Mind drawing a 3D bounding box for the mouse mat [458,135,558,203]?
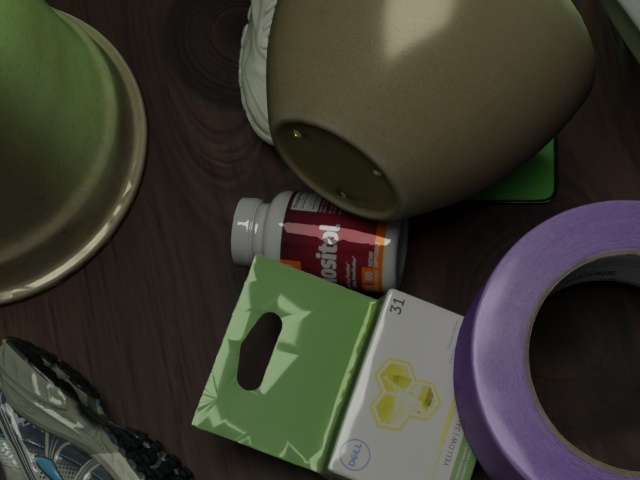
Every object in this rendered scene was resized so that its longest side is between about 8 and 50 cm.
[{"bbox_3d":[0.130,-0.104,1.434,0.190,0.007,0.152,0,69,7],"label":"mouse mat"}]

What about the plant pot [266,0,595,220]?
[{"bbox_3d":[0.062,-0.129,1.285,0.284,0.284,0.191,28,68,18],"label":"plant pot"}]

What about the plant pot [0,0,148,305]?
[{"bbox_3d":[-0.354,-0.143,1.358,0.334,0.305,0.333,-3,68,8],"label":"plant pot"}]

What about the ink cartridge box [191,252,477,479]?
[{"bbox_3d":[0.030,0.121,1.297,0.235,0.056,0.171,22,73,-6],"label":"ink cartridge box"}]

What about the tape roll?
[{"bbox_3d":[0.253,0.109,1.254,0.275,0.090,0.274,2,74,-5],"label":"tape roll"}]

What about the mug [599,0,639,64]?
[{"bbox_3d":[0.404,-0.286,1.348,0.328,0.276,0.374,-34,37,7],"label":"mug"}]

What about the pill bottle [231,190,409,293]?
[{"bbox_3d":[0.000,0.000,1.369,0.152,0.086,0.086,5,70,11],"label":"pill bottle"}]

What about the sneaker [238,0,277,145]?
[{"bbox_3d":[-0.030,-0.229,1.448,0.110,0.118,0.292,-2,70,6],"label":"sneaker"}]

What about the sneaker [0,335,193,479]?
[{"bbox_3d":[-0.204,0.213,1.321,0.283,0.110,0.122,40,97,23],"label":"sneaker"}]
